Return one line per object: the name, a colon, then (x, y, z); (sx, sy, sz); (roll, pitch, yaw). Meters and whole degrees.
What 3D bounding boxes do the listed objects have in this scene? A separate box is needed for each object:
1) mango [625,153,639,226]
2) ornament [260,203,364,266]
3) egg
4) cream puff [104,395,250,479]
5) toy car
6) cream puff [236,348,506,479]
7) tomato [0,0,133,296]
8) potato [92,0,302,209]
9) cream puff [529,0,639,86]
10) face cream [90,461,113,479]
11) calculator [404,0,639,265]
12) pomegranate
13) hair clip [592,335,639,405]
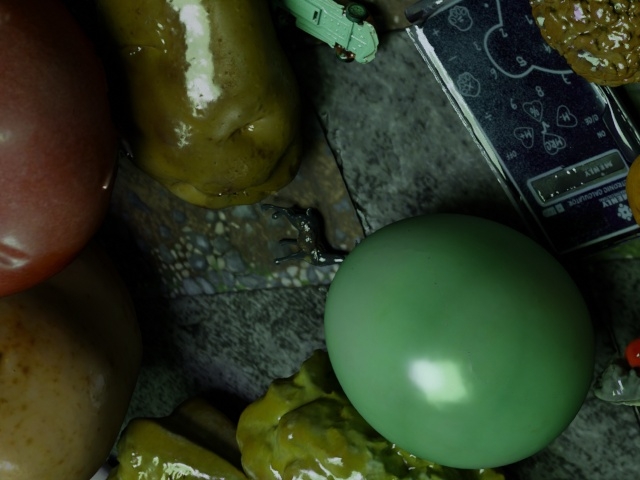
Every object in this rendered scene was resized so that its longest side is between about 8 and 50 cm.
mango: (0.356, -0.029, 1.409); (0.257, 0.138, 0.187); (25, 150, 29)
ornament: (0.000, 0.000, 1.795); (0.125, 0.028, 0.073); (12, 126, 36)
egg: (0.121, 0.087, 1.612); (0.270, 0.220, 0.220); (27, 136, 52)
cream puff: (-0.150, 0.330, 1.972); (0.323, 0.274, 0.269); (21, 139, 23)
toy car: (0.006, -0.208, 1.640); (0.122, 0.035, 0.059); (31, 140, 15)
cream puff: (0.062, 0.206, 1.770); (0.282, 0.185, 0.282); (28, 166, 8)
tomato: (-0.351, -0.088, 1.674); (0.341, 0.273, 0.341); (32, 132, 43)
potato: (-0.126, -0.195, 1.670); (0.195, 0.177, 0.369); (-117, 13, -67)
cream puff: (0.228, -0.187, 1.422); (0.126, 0.103, 0.144); (-35, 91, 40)
face cream: (-0.195, 0.384, 2.186); (0.269, 0.073, 0.107); (39, 131, 11)
calculator: (0.191, -0.111, 1.561); (0.166, 0.028, 0.274); (-25, 102, 46)
pomegranate: (-0.381, 0.147, 1.952); (0.412, 0.411, 0.411); (21, 130, 27)
hair clip: (0.383, 0.112, 1.502); (0.321, 0.138, 0.091); (6, 92, 38)
